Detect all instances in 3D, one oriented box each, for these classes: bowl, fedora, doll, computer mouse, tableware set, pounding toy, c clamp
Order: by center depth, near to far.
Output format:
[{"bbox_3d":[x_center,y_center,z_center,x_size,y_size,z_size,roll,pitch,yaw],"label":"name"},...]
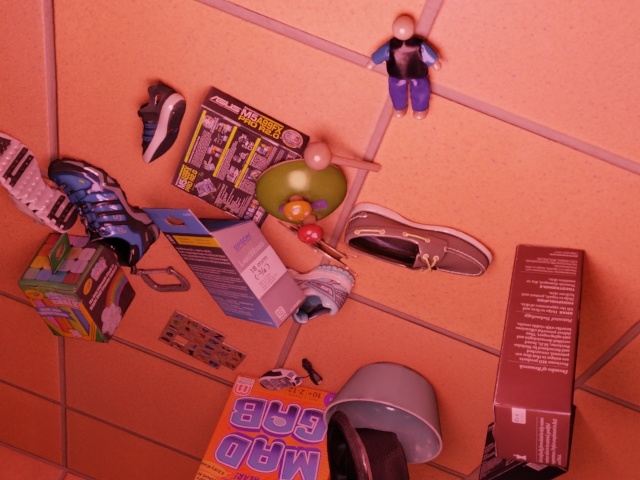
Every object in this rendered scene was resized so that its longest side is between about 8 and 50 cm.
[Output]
[{"bbox_3d":[0.139,-0.287,1.355,0.129,0.046,0.189,8,141,16],"label":"doll"},{"bbox_3d":[-0.017,-0.075,1.569,0.183,0.110,0.237,19,141,-35],"label":"pounding toy"},{"bbox_3d":[0.000,0.000,1.703,0.128,0.039,0.194,31,-177,-34],"label":"tableware set"},{"bbox_3d":[0.124,0.563,2.001,0.153,0.334,0.334,-10,145,-15],"label":"fedora"},{"bbox_3d":[-0.418,0.093,2.096,0.161,0.022,0.137,0,137,26],"label":"c clamp"},{"bbox_3d":[0.178,0.428,2.099,0.312,0.163,0.311,14,142,11],"label":"bowl"},{"bbox_3d":[-0.089,0.374,2.264,0.193,0.042,0.106,-14,135,29],"label":"computer mouse"}]

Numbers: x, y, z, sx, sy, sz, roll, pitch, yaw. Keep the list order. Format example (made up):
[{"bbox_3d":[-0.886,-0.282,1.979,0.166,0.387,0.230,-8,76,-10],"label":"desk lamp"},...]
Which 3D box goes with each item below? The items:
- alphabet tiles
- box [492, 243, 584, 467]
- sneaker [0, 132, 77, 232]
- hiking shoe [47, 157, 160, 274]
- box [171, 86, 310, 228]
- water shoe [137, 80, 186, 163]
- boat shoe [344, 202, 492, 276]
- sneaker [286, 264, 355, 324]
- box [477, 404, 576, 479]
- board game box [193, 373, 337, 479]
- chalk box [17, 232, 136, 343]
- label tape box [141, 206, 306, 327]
[{"bbox_3d":[-0.330,0.292,2.306,0.237,0.009,0.198,28,141,-9],"label":"alphabet tiles"},{"bbox_3d":[0.417,0.208,1.542,0.143,0.381,0.191,6,139,19],"label":"box"},{"bbox_3d":[-0.699,-0.129,1.906,0.118,0.110,0.292,4,139,35],"label":"sneaker"},{"bbox_3d":[-0.502,-0.063,1.859,0.304,0.132,0.113,42,138,-24],"label":"hiking shoe"},{"bbox_3d":[-0.167,-0.159,1.645,0.216,0.060,0.270,27,142,-6],"label":"box"},{"bbox_3d":[-0.327,-0.239,1.633,0.080,0.073,0.203,45,137,6],"label":"water shoe"},{"bbox_3d":[0.196,0.019,1.657,0.305,0.091,0.109,19,143,4],"label":"boat shoe"},{"bbox_3d":[-0.061,0.133,1.892,0.283,0.122,0.110,-12,131,36],"label":"sneaker"},{"bbox_3d":[0.511,0.513,2.026,0.103,0.184,0.261,25,142,-8],"label":"box"},{"bbox_3d":[-0.104,0.657,2.349,0.356,0.356,0.356,9,140,16],"label":"board game box"},{"bbox_3d":[-0.631,0.101,2.083,0.179,0.180,0.289,5,138,20],"label":"chalk box"},{"bbox_3d":[-0.209,0.027,1.779,0.241,0.106,0.333,4,134,54],"label":"label tape box"}]
